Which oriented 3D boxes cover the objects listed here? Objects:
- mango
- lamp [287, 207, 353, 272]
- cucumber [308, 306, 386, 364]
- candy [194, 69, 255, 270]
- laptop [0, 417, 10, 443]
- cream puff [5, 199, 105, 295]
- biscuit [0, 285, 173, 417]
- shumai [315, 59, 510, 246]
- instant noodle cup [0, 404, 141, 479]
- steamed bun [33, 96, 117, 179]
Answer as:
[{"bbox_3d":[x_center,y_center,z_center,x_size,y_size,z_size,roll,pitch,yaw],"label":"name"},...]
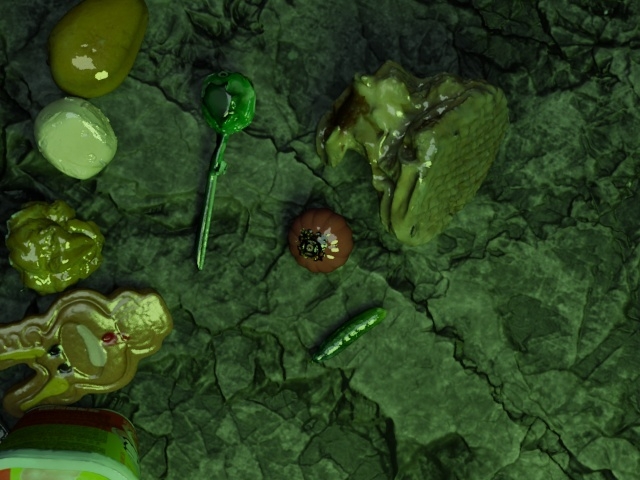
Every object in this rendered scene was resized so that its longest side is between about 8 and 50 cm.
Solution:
[{"bbox_3d":[-0.347,-0.312,1.761,0.137,0.098,0.195,43,76,0],"label":"mango"},{"bbox_3d":[0.000,0.000,1.786,0.107,0.092,0.108,7,109,21],"label":"lamp"},{"bbox_3d":[0.041,0.153,1.812,0.155,0.037,0.037,-35,92,-8],"label":"cucumber"},{"bbox_3d":[-0.169,-0.111,1.790,0.097,0.097,0.324,11,95,-6],"label":"candy"},{"bbox_3d":[-0.598,0.276,1.738,0.154,0.026,0.207,-38,92,-7],"label":"laptop"},{"bbox_3d":[-0.406,0.005,1.724,0.156,0.121,0.156,1,83,-8],"label":"cream puff"},{"bbox_3d":[-0.374,0.164,1.736,0.295,0.044,0.186,-28,113,-6],"label":"biscuit"},{"bbox_3d":[0.133,-0.170,1.788,0.262,0.267,0.314,32,53,25],"label":"shumai"},{"bbox_3d":[-0.372,0.379,1.601,0.293,0.308,0.294,-1,100,-6],"label":"instant noodle cup"},{"bbox_3d":[-0.387,-0.165,1.747,0.112,0.091,0.130,-39,121,12],"label":"steamed bun"}]
